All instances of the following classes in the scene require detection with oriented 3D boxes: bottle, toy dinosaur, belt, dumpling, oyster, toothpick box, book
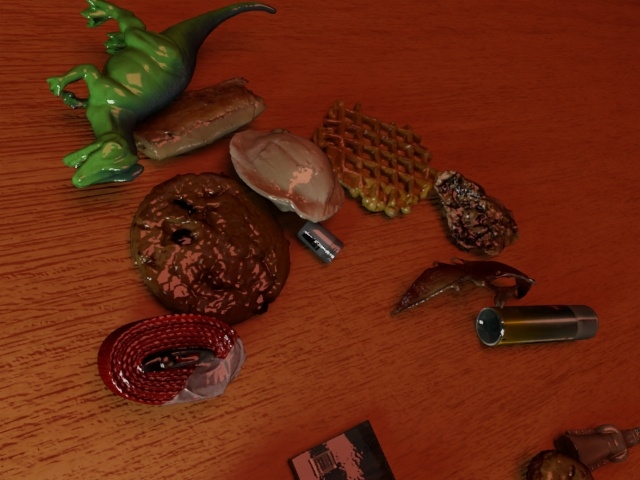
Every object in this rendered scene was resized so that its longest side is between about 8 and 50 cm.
[{"bbox_3d":[0.471,0.180,1.193,0.286,0.082,0.082,2,63,-26],"label":"bottle"},{"bbox_3d":[0.318,0.101,1.149,0.206,0.113,0.327,22,22,31],"label":"toy dinosaur"},{"bbox_3d":[-0.242,-0.307,1.014,0.499,0.144,0.375,-19,64,-21],"label":"toy dinosaur"},{"bbox_3d":[-0.224,0.174,0.828,0.200,0.124,0.128,1,80,-32],"label":"belt"},{"bbox_3d":[-0.068,-0.122,1.049,0.252,0.131,0.179,38,40,-5],"label":"dumpling"},{"bbox_3d":[0.373,-0.069,1.288,0.222,0.083,0.214,-15,73,-39],"label":"oyster"},{"bbox_3d":[0.000,0.000,1.077,0.083,0.052,0.052,41,53,1],"label":"toothpick box"},{"bbox_3d":[0.061,0.427,0.888,0.160,0.024,0.228,-15,72,-30],"label":"book"}]

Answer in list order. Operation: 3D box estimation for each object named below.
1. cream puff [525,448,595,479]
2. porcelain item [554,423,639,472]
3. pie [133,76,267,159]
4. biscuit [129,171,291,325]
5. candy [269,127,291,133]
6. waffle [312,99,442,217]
[{"bbox_3d":[0.434,0.463,1.018,0.149,0.084,0.149,9,60,-17],"label":"cream puff"},{"bbox_3d":[0.578,0.416,1.133,0.213,0.054,0.084,-2,67,-26],"label":"porcelain item"},{"bbox_3d":[-0.233,-0.243,1.080,0.282,0.068,0.128,-34,65,-29],"label":"pie"},{"bbox_3d":[-0.185,0.005,0.968,0.295,0.075,0.296,12,60,-21],"label":"biscuit"},{"bbox_3d":[-0.030,-0.157,1.159,0.202,0.061,0.061,39,53,-13],"label":"candy"},{"bbox_3d":[0.130,-0.191,1.244,0.300,0.058,0.282,36,52,-5],"label":"waffle"}]
